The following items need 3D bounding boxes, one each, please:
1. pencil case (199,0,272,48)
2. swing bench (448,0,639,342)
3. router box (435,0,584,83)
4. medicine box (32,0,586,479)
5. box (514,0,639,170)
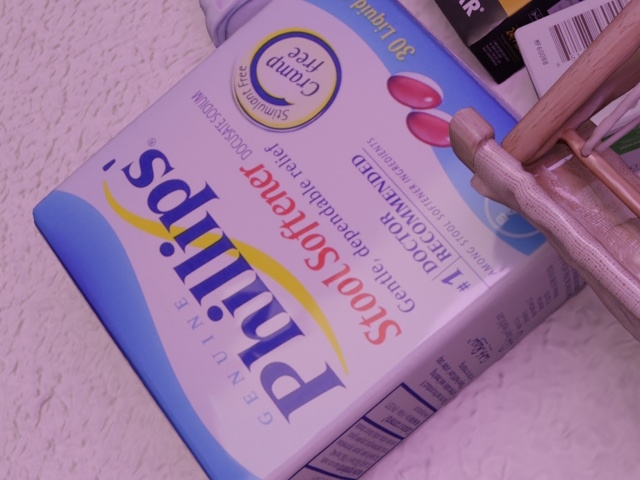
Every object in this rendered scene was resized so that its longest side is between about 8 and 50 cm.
[{"bbox_3d":[-0.065,-0.281,0.847,0.124,0.113,0.273,-22,66,5],"label":"pencil case"},{"bbox_3d":[0.244,-0.029,0.480,0.254,0.165,0.253,-42,70,6],"label":"swing bench"},{"bbox_3d":[0.151,-0.316,0.776,0.243,0.081,0.309,-36,64,15],"label":"router box"},{"bbox_3d":[0.000,0.000,0.693,0.289,0.149,0.263,-41,67,1],"label":"medicine box"},{"bbox_3d":[0.204,-0.108,0.695,0.101,0.087,0.102,-21,67,15],"label":"box"}]
